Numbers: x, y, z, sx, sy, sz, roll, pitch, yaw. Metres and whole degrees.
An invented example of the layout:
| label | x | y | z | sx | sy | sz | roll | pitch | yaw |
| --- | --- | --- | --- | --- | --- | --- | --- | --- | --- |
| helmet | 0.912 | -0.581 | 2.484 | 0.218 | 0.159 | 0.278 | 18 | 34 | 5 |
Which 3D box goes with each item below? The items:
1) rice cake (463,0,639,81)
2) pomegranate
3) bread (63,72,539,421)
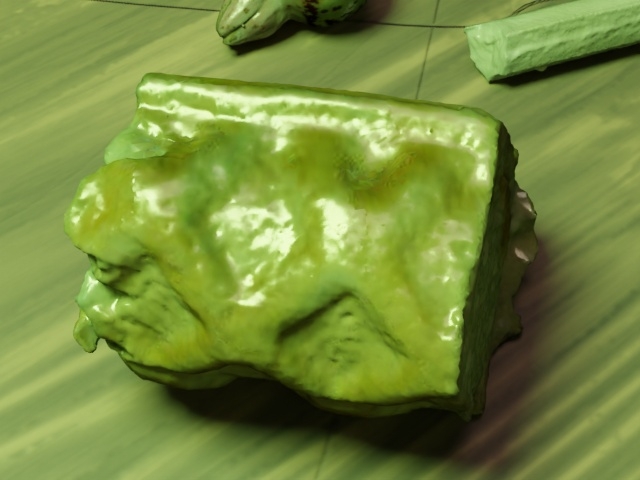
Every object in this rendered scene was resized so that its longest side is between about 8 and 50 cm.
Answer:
| label | x | y | z | sx | sy | sz | roll | pitch | yaw |
| --- | --- | --- | --- | --- | --- | --- | --- | --- | --- |
| rice cake | 0.250 | -0.190 | 0.889 | 0.256 | 0.052 | 0.057 | -16 | 47 | -13 |
| pomegranate | -0.024 | -0.237 | 0.910 | 0.138 | 0.163 | 0.125 | 41 | 21 | 14 |
| bread | -0.002 | 0.005 | 0.642 | 0.252 | 0.238 | 0.196 | 12 | 91 | 16 |
